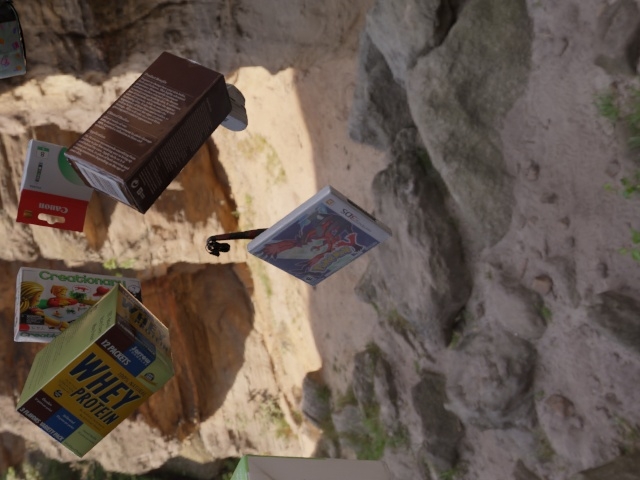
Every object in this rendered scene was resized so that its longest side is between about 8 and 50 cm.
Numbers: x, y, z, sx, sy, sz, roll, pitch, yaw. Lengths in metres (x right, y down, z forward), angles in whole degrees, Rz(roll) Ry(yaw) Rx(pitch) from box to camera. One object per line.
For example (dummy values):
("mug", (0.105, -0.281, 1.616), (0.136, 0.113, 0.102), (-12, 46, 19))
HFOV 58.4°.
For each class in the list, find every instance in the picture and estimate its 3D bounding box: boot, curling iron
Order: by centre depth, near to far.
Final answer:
("curling iron", (-0.187, -0.009, 1.584), (0.068, 0.274, 0.035), (103, 147, -49))
("boot", (-0.322, -0.441, 1.772), (0.258, 0.095, 0.123), (27, -127, -56))

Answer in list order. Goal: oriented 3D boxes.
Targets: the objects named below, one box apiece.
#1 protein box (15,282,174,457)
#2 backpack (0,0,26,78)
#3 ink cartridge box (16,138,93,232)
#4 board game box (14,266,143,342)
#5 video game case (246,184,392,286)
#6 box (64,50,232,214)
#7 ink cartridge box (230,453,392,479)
("protein box", (-0.378, 0.214, 0.989), (0.136, 0.201, 0.200), (50, 177, -23))
("backpack", (-0.772, -0.470, 1.330), (0.166, 0.144, 0.188), (39, 147, 25))
("ink cartridge box", (-0.722, -0.147, 1.580), (0.056, 0.181, 0.225), (-4, 77, 53))
("board game box", (-0.612, 0.173, 1.475), (0.053, 0.305, 0.193), (-52, 44, 35))
("video game case", (0.000, 0.000, 1.042), (0.201, 0.183, 0.023), (-34, 46, 26))
("box", (-0.405, -0.270, 1.395), (0.191, 0.381, 0.143), (26, 156, 18))
("ink cartridge box", (-0.057, 0.440, 0.747), (0.353, 0.207, 0.119), (-65, 26, 27))
